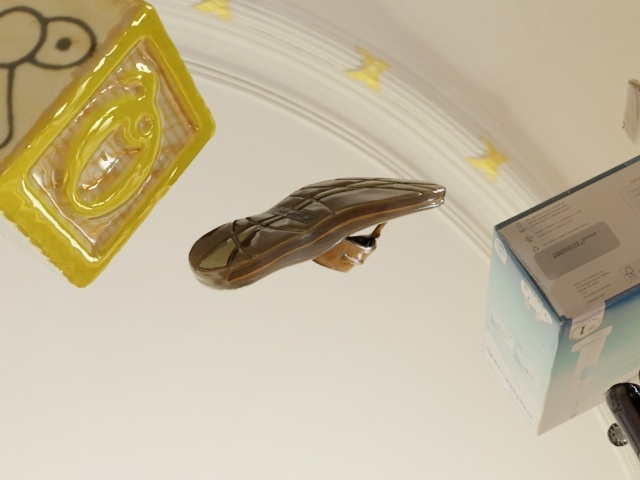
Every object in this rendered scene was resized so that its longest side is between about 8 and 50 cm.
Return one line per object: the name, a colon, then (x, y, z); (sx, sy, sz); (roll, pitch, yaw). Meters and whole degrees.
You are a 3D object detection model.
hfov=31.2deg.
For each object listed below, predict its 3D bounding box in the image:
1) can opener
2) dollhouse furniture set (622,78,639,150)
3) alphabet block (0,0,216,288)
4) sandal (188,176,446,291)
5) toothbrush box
can opener: (0.296, 0.195, 0.944); (0.059, 0.073, 0.186); (-14, -107, -38)
dollhouse furniture set: (0.555, -0.136, 1.266); (0.362, 0.256, 0.394); (-7, -59, -6)
alphabet block: (-0.233, -0.110, 0.919); (0.192, 0.197, 0.193); (-52, -24, -12)
sandal: (0.000, 0.000, 0.707); (0.180, 0.072, 0.049); (-25, -63, -32)
toothbrush box: (0.294, 0.058, 1.184); (0.216, 0.126, 0.295); (-26, -30, -8)
